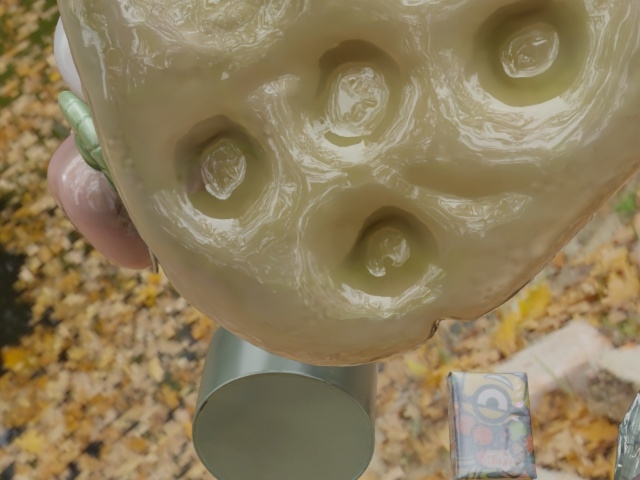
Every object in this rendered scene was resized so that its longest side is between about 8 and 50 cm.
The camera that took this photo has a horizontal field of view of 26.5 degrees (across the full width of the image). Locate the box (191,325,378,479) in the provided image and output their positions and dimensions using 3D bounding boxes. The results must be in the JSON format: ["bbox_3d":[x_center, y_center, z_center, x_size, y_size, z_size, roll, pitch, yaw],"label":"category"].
[{"bbox_3d":[-0.041,0.201,1.718,0.226,0.226,0.149,-16,33,16],"label":"box"}]

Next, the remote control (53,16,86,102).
[{"bbox_3d":[-0.077,-0.194,1.195,0.332,0.103,0.221,0,51,18],"label":"remote control"}]

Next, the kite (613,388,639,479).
[{"bbox_3d":[0.488,0.306,1.627,0.022,0.204,0.360,-3,21,-38],"label":"kite"}]

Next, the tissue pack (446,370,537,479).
[{"bbox_3d":[0.224,0.247,1.797,0.109,0.060,0.148,1,68,-6],"label":"tissue pack"}]

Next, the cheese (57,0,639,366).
[{"bbox_3d":[0.022,-0.075,0.458,0.218,0.235,0.117,12,20,12],"label":"cheese"}]

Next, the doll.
[{"bbox_3d":[-0.192,-0.078,1.526,0.216,0.284,0.268,-40,29,-1],"label":"doll"}]
